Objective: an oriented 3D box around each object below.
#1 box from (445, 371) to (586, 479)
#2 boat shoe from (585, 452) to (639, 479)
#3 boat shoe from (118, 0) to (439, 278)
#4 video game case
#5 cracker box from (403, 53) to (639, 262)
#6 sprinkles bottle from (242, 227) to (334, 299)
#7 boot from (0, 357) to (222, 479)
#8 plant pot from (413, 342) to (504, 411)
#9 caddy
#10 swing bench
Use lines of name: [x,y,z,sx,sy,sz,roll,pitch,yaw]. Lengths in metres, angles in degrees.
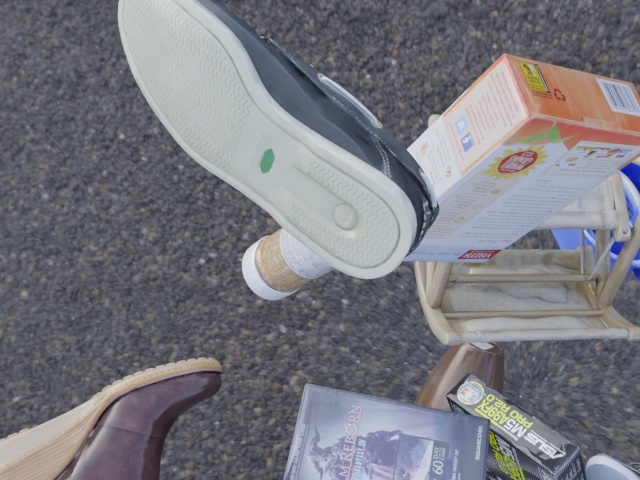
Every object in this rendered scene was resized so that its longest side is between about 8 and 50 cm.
box: [0.326,0.358,1.138,0.060,0.270,0.216,-40,42,-15]
boat shoe: [0.533,0.414,1.171,0.229,0.080,0.076,37,45,-8]
boat shoe: [-0.028,-0.075,0.423,0.233,0.079,0.084,42,130,7]
video game case: [0.092,0.321,0.990,0.275,0.026,0.196,10,61,7]
cracker box: [0.154,-0.058,0.633,0.232,0.156,0.067,-45,52,48]
sprinkles bottle: [0.000,0.000,1.248,0.355,0.121,0.121,-30,67,46]
boot: [-0.174,0.242,0.656,0.249,0.090,0.206,-25,74,-13]
plant pot: [0.350,0.348,1.689,0.216,0.215,0.230,20,104,19]
caddy: [0.644,-0.053,1.519,0.242,0.179,0.341,-7,51,-7]
swing bench: [0.261,-0.012,0.864,0.254,0.165,0.254,1,109,-11]
